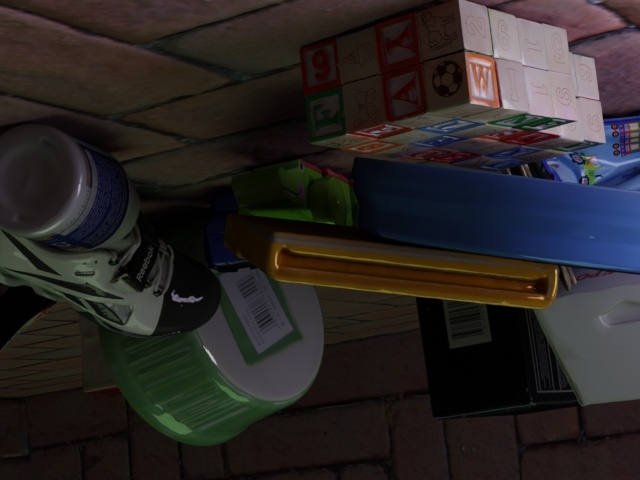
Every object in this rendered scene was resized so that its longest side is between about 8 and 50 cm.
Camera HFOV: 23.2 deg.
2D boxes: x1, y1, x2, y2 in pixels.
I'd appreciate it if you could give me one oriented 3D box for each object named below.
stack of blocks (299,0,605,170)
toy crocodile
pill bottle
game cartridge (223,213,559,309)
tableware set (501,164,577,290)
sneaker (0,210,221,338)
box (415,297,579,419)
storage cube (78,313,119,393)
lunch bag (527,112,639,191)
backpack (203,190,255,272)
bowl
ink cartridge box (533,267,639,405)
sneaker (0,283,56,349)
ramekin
[{"bbox_3d":[0.143,-0.131,1.403,0.171,0.087,0.297,-12,170,38],"label":"stack of blocks"},{"bbox_3d":[-0.005,-0.043,1.859,0.115,0.105,0.340,-12,165,25],"label":"toy crocodile"},{"bbox_3d":[-0.253,-0.047,1.564,0.112,0.112,0.186,-9,170,14],"label":"pill bottle"},{"bbox_3d":[0.058,0.018,1.606,0.285,0.053,0.323,6,-178,-11],"label":"game cartridge"},{"bbox_3d":[0.234,-0.027,1.780,0.039,0.194,0.128,-22,175,3],"label":"tableware set"},{"bbox_3d":[-0.244,0.022,1.825,0.330,0.122,0.146,18,149,-29],"label":"sneaker"},{"bbox_3d":[0.296,0.127,2.460,0.182,0.296,0.294,-13,169,32],"label":"box"},{"bbox_3d":[-0.266,0.153,2.574,0.215,0.184,0.193,-12,168,33],"label":"storage cube"},{"bbox_3d":[0.398,-0.086,1.824,0.293,0.138,0.221,-17,167,4],"label":"lunch bag"},{"bbox_3d":[-0.097,-0.010,1.939,0.098,0.101,0.120,-3,174,-6],"label":"backpack"},{"bbox_3d":[0.222,-0.022,1.521,0.391,0.077,0.391,7,-177,0],"label":"bowl"},{"bbox_3d":[0.482,0.031,1.931,0.279,0.160,0.384,-15,-162,46],"label":"ink cartridge box"},{"bbox_3d":[-0.481,0.122,2.240,0.270,0.090,0.145,-37,-176,-17],"label":"sneaker"},{"bbox_3d":[-0.134,0.109,2.072,0.148,0.303,0.303,-24,162,37],"label":"ramekin"}]
